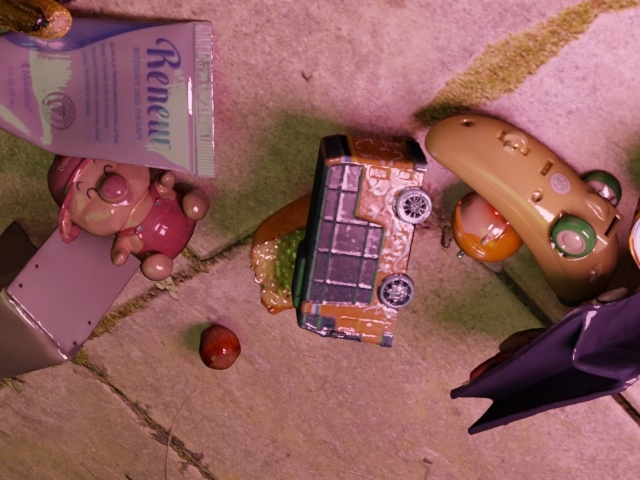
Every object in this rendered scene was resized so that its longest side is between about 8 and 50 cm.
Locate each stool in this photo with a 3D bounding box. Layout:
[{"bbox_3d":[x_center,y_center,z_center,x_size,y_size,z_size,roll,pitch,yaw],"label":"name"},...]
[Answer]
[{"bbox_3d":[-0.489,0.082,2.301,0.243,0.270,0.170,-16,121,43],"label":"stool"}]

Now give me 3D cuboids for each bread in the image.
[{"bbox_3d":[0.000,0.000,1.989,0.229,0.139,0.143,-21,120,2],"label":"bread"}]

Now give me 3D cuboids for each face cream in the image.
[{"bbox_3d":[-0.348,-0.230,2.010,0.420,0.137,0.235,8,109,20],"label":"face cream"}]

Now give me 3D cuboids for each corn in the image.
[{"bbox_3d":[-0.449,-0.343,1.960,0.203,0.072,0.072,22,141,35],"label":"corn"}]

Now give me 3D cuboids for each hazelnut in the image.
[{"bbox_3d":[-0.184,0.191,2.362,0.086,0.086,0.086,18,138,17],"label":"hazelnut"}]

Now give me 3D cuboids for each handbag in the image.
[{"bbox_3d":[0.367,0.145,1.784,0.329,0.303,0.122,-32,78,49],"label":"handbag"}]

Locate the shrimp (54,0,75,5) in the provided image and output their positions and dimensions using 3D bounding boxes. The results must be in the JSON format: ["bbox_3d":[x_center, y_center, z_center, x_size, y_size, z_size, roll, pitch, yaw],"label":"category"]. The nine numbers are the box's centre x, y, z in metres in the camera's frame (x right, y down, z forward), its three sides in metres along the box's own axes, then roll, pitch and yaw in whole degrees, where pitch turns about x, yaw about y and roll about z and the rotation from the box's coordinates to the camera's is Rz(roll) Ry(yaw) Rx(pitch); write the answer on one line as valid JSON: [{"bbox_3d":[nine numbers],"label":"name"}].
[{"bbox_3d":[-0.398,-0.416,1.917,0.152,0.046,0.219,35,144,0],"label":"shrimp"}]

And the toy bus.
[{"bbox_3d":[0.055,0.000,1.854,0.167,0.138,0.275,7,110,-6],"label":"toy bus"}]

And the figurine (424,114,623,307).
[{"bbox_3d":[0.268,-0.041,1.805,0.324,0.124,0.222,39,143,-2],"label":"figurine"}]

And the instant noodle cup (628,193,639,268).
[{"bbox_3d":[0.482,-0.035,1.624,0.216,0.172,0.216,19,137,18],"label":"instant noodle cup"}]

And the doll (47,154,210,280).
[{"bbox_3d":[-0.320,-0.061,2.116,0.256,0.196,0.152,34,141,-10],"label":"doll"}]
